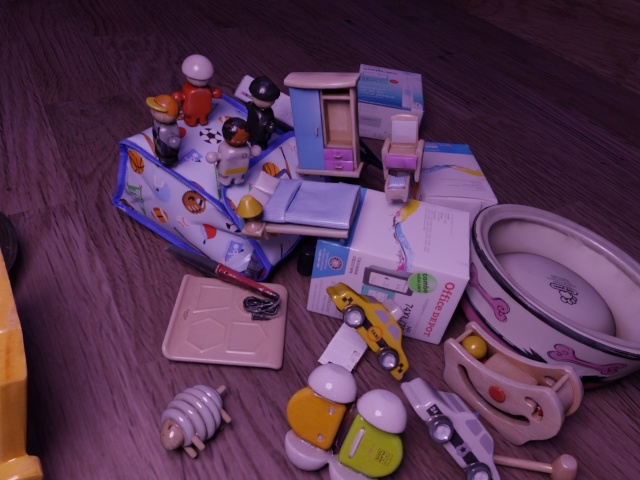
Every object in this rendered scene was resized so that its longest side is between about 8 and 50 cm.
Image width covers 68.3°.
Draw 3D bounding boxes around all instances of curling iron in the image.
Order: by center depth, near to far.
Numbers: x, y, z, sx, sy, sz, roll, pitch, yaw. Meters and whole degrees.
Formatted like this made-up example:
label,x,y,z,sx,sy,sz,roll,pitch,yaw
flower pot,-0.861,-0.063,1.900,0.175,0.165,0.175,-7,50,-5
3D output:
label,x,y,z,sx,sy,sz,roll,pitch,yaw
curling iron,-0.193,0.069,0.911,0.274,0.035,0.068,30,42,16

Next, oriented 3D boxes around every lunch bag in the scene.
label,x,y,z,sx,sy,sz,roll,pitch,yaw
lunch bag,-0.188,-0.122,1.043,0.386,0.239,0.328,35,46,5

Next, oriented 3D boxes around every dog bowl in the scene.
label,x,y,z,sx,sy,sz,roll,pitch,yaw
dog bowl,0.455,0.105,0.920,0.408,0.150,0.407,13,36,-10

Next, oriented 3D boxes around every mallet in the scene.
label,x,y,z,sx,sy,sz,roll,pitch,yaw
mallet,0.000,0.000,1.058,0.039,0.062,0.189,22,43,12

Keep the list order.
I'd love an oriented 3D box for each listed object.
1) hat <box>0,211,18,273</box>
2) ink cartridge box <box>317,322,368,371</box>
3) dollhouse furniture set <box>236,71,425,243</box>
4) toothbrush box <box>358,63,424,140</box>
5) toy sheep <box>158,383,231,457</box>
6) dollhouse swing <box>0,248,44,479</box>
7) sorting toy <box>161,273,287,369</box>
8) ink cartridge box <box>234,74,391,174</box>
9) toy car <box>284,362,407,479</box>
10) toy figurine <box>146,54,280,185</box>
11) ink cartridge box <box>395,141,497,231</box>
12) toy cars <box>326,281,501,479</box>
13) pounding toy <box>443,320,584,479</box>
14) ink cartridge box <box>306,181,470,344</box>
label,x,y,z,sx,sy,sz,roll,pitch,yaw
hat,-0.729,0.042,0.827,0.332,0.134,0.331,20,37,-16
ink cartridge box,0.047,0.202,0.868,0.063,0.029,0.115,26,45,17
dollhouse furniture set,0.022,-0.140,0.819,0.287,0.198,0.303,6,40,15
toothbrush box,0.217,-0.452,1.552,0.217,0.126,0.295,11,40,2
toy sheep,-0.189,0.266,0.717,0.091,0.091,0.132,27,31,18
dollhouse swing,-0.526,0.179,0.586,0.315,0.304,0.347,-19,50,-28
sorting toy,-0.169,0.152,0.885,0.209,0.038,0.193,9,42,-7
ink cartridge box,-0.009,-0.264,1.202,0.330,0.071,0.324,35,5,27
toy car,0.044,0.277,0.720,0.182,0.159,0.136,24,7,17
toy figurine,-0.194,-0.227,0.875,0.213,0.148,0.209,22,46,2
ink cartridge box,0.287,-0.105,1.145,0.168,0.171,0.232,3,42,-7
toy cars,0.153,0.205,0.751,0.087,0.176,0.393,-39,58,0
pounding toy,0.302,0.259,0.757,0.155,0.154,0.269,-26,52,-33
ink cartridge box,0.135,0.042,0.935,0.270,0.198,0.197,14,42,6
